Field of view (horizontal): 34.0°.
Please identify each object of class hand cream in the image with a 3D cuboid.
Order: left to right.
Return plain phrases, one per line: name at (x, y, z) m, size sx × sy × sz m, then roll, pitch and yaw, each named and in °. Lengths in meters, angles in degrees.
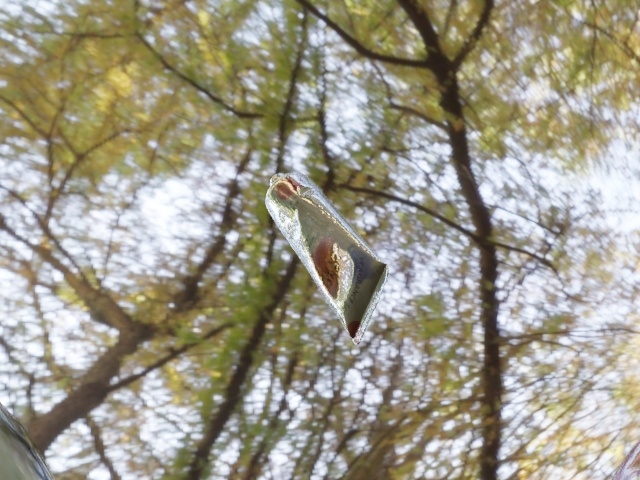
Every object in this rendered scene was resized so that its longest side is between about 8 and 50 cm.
hand cream at (0.000, 0.000, 1.491) m, size 0.340 × 0.078 × 0.124 m, roll 55°, pitch -50°, yaw 49°

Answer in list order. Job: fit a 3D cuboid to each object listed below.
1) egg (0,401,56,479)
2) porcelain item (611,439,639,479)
egg at (-0.241, 0.121, 0.335) m, size 0.379 × 0.287 × 0.287 m, roll 20°, pitch -88°, yaw -2°
porcelain item at (0.416, 0.300, 1.039) m, size 0.253 × 0.253 × 0.253 m, roll -2°, pitch -97°, yaw 21°
